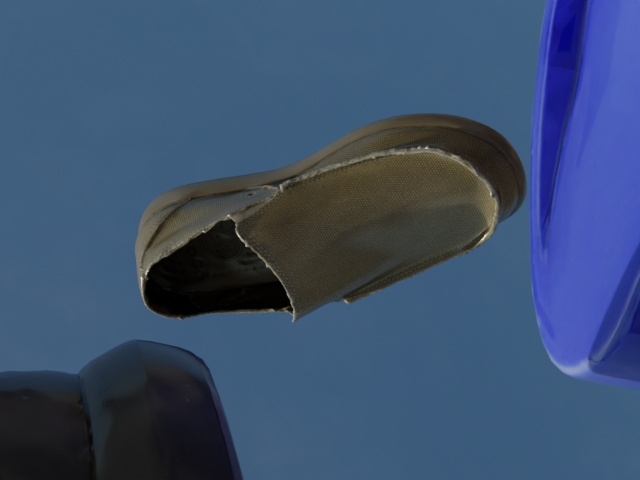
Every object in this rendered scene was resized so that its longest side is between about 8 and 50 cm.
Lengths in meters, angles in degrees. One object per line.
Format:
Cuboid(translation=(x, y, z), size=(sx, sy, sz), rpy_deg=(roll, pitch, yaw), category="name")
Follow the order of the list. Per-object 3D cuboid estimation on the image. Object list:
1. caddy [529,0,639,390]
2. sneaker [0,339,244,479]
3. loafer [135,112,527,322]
Cuboid(translation=(0.165, -0.065, 0.306), size=(0.179, 0.341, 0.241), rpy_deg=(3, -155, -11), category="caddy")
Cuboid(translation=(-0.067, 0.151, 0.355), size=(0.106, 0.101, 0.267), rpy_deg=(-5, -77, -13), category="sneaker")
Cuboid(translation=(0.000, 0.000, 0.559), size=(0.056, 0.148, 0.050), rpy_deg=(58, -150, -28), category="loafer")
